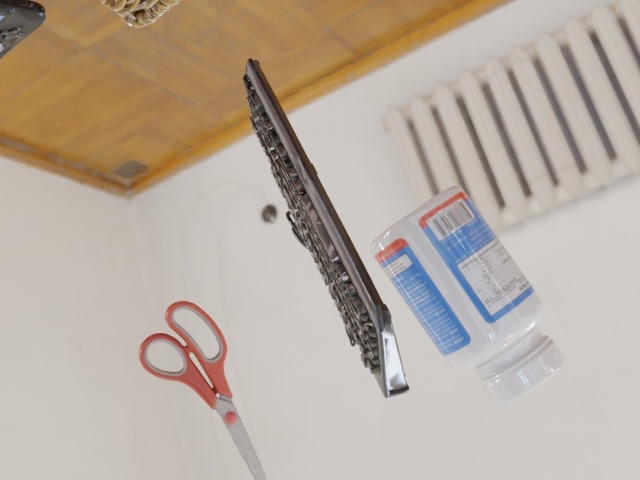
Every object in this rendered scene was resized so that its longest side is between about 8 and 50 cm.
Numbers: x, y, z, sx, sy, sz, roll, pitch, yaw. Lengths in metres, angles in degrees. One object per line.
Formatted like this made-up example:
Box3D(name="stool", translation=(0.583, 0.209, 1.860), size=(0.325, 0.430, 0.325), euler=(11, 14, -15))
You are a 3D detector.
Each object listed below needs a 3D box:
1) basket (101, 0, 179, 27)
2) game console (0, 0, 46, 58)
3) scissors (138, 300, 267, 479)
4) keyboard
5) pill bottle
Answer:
Box3D(name="basket", translation=(-0.157, -0.376, 0.787), size=(0.213, 0.299, 0.223), euler=(-17, 170, 16))
Box3D(name="game console", translation=(-0.229, -0.092, 0.516), size=(0.107, 0.071, 0.122), euler=(-21, 167, 39))
Box3D(name="scissors", translation=(-0.120, 0.214, 1.208), size=(0.109, 0.297, 0.021), euler=(-42, -173, -12))
Box3D(name="keyboard", translation=(0.000, 0.000, 0.799), size=(0.033, 0.317, 0.202), euler=(-23, 143, -3))
Box3D(name="pill bottle", translation=(0.162, 0.062, 0.985), size=(0.124, 0.222, 0.124), euler=(-33, 175, -3))
